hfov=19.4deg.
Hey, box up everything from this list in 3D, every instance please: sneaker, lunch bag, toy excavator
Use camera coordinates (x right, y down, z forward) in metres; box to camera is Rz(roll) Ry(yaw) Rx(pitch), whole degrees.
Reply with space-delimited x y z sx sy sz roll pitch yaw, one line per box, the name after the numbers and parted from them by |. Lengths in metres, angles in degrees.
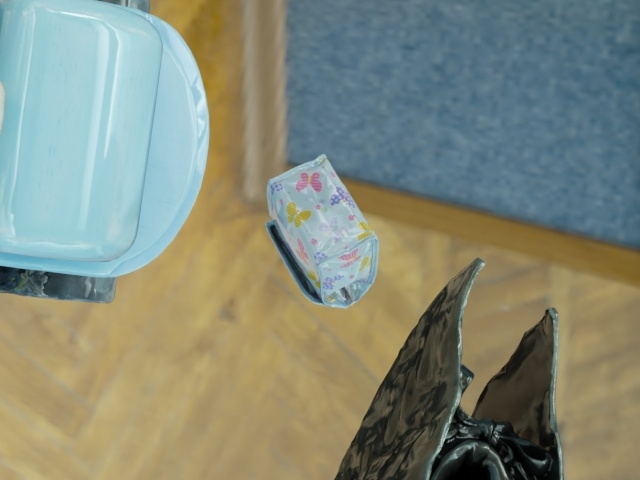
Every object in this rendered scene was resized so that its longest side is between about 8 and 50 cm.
0.016 0.091 0.393 0.051 0.089 0.170 29 39 -19 | sneaker
0.000 0.000 1.167 0.053 0.071 0.083 -27 157 -11 | lunch bag
-0.222 -0.080 1.097 0.432 0.445 0.222 8 89 -31 | toy excavator
